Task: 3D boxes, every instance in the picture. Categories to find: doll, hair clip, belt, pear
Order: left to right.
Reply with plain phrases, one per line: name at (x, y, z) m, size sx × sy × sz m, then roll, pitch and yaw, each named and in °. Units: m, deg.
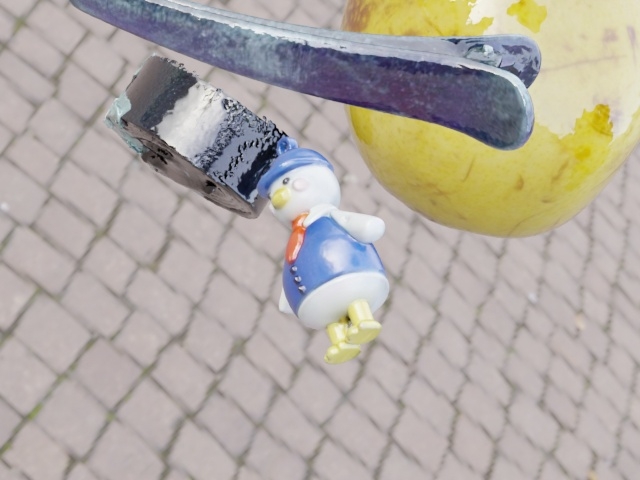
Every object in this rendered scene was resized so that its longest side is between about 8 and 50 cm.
belt at (-0.105, -0.086, 1.306) m, size 0.151 × 0.078 × 0.198 m, roll 38°, pitch -7°, yaw -26°
hair clip at (-0.013, -0.111, 0.868) m, size 0.275 × 0.048 × 0.083 m, roll 14°, pitch 38°, yaw 2°
doll at (0.000, 0.000, 0.900) m, size 0.058 × 0.099 × 0.143 m, roll 3°, pitch 57°, yaw -38°
pear at (0.140, -0.143, 1.225) m, size 0.281 × 0.281 × 0.281 m, roll 28°, pitch 38°, yaw -24°
